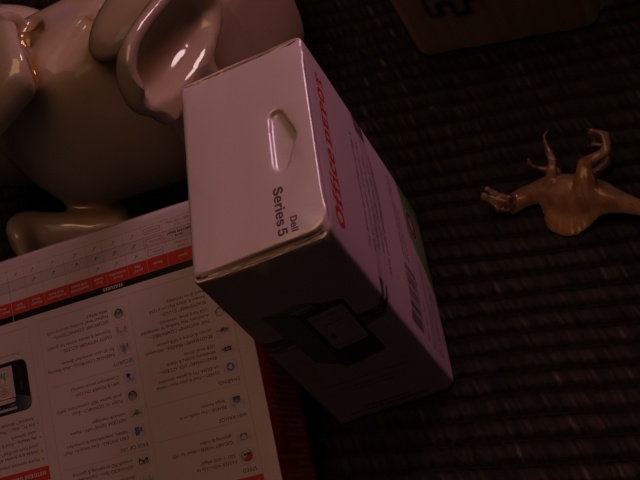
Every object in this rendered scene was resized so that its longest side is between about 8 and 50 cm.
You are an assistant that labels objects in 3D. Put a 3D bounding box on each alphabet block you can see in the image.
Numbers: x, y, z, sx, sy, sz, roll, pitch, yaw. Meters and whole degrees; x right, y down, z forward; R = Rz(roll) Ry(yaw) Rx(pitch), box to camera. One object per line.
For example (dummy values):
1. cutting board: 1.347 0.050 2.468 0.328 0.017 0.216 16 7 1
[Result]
1. alphabet block: 0.158 -0.325 1.178 0.193 0.197 0.192 -5 59 26

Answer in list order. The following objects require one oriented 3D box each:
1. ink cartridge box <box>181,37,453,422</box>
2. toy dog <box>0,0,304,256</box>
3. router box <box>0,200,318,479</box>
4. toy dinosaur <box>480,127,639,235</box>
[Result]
1. ink cartridge box: 0.000 0.000 1.001 0.115 0.273 0.198 -20 52 15
2. toy dog: -0.246 -0.170 1.243 0.408 0.284 0.395 -4 58 28
3. router box: -0.187 0.148 1.066 0.335 0.082 0.301 -16 75 18
4. toy dinosaur: 0.235 -0.048 1.064 0.183 0.053 0.092 7 79 39
